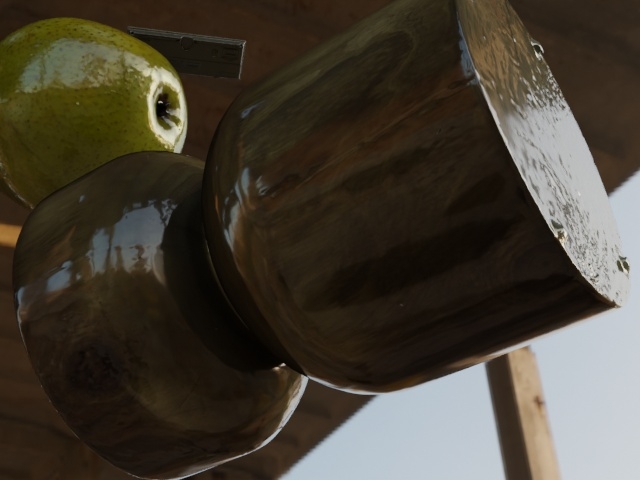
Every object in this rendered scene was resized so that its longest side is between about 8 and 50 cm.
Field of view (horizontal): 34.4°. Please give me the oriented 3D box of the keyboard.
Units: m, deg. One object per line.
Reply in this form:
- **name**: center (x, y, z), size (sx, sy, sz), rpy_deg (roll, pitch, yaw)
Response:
- **keyboard**: center (-0.149, -0.206, 1.139), size (0.129, 0.015, 0.049), rpy_deg (4, -51, -11)

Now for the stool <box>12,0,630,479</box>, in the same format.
- **stool**: center (0.000, 0.000, 0.530), size (0.264, 0.179, 0.179), rpy_deg (-25, -39, 25)

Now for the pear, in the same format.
- **pear**: center (-0.219, -0.103, 0.931), size (0.198, 0.198, 0.198), rpy_deg (-3, -34, -2)
